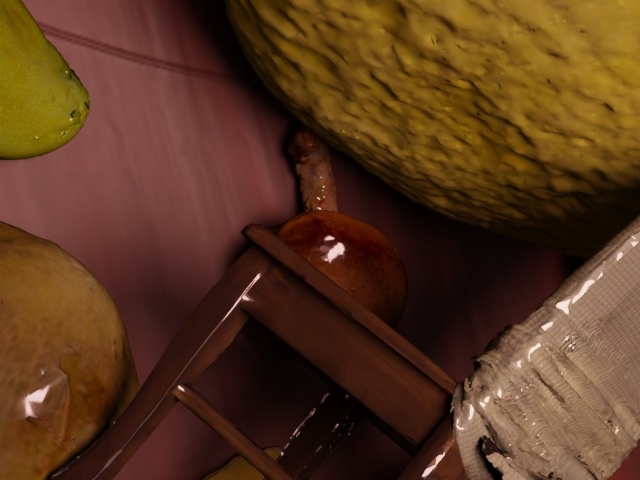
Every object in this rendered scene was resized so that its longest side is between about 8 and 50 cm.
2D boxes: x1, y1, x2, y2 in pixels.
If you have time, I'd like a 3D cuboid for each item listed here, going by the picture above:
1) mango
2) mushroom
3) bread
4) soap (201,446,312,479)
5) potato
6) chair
[{"bbox_3d":[-0.183,-0.100,0.843,0.165,0.074,0.091,34,80,-20],"label":"mango"},{"bbox_3d":[-0.004,0.003,0.924,0.088,0.073,0.130,-12,93,21],"label":"mushroom"},{"bbox_3d":[0.154,-0.159,0.844,0.348,0.348,0.308,33,70,-20],"label":"bread"},{"bbox_3d":[-0.055,0.193,0.934,0.089,0.033,0.169,17,87,-28],"label":"soap"},{"bbox_3d":[-0.232,0.074,0.784,0.307,0.173,0.210,-1,93,-19],"label":"potato"},{"bbox_3d":[0.058,0.061,0.769,0.319,0.186,0.160,-50,141,-5],"label":"chair"}]
